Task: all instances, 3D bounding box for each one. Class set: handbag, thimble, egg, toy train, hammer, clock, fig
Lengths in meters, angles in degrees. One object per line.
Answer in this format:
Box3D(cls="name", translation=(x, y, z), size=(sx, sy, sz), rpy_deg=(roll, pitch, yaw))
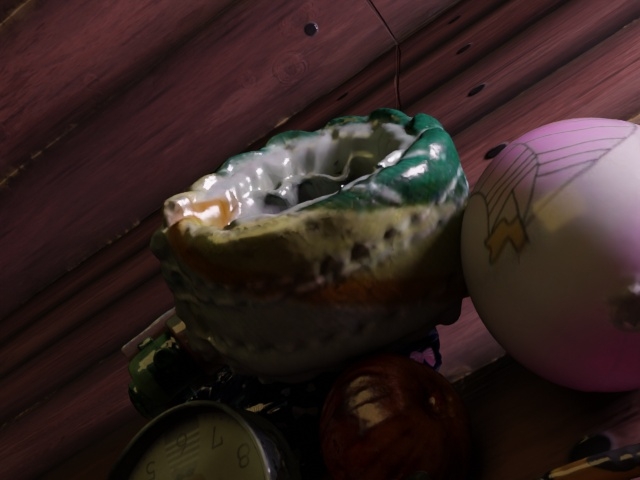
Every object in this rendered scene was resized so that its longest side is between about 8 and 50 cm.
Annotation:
Box3D(cls="handbag", translation=(-0.003, 0.134, 0.868), size=(0.260, 0.113, 0.162), rpy_deg=(-36, 26, -2))
Box3D(cls="thimble", translation=(0.000, 0.000, 0.793), size=(0.288, 0.167, 0.254), rpy_deg=(-21, 21, -11))
Box3D(cls="egg", translation=(0.201, -0.001, 0.661), size=(0.196, 0.196, 0.271), rpy_deg=(-31, 23, 21))
Box3D(cls="toy train", translation=(-0.101, 0.094, 1.023), size=(0.304, 0.150, 0.221), rpy_deg=(-40, -8, -11))
Box3D(cls="hammer", translation=(0.160, 0.159, 0.571), size=(0.201, 0.078, 0.021), rpy_deg=(-21, 23, 16))
Box3D(cls="clock", translation=(-0.110, 0.244, 0.729), size=(0.226, 0.049, 0.226), rpy_deg=(-23, 51, 32))
Box3D(cls="fig", translation=(0.051, 0.153, 0.698), size=(0.128, 0.128, 0.150), rpy_deg=(-47, 14, -27))
